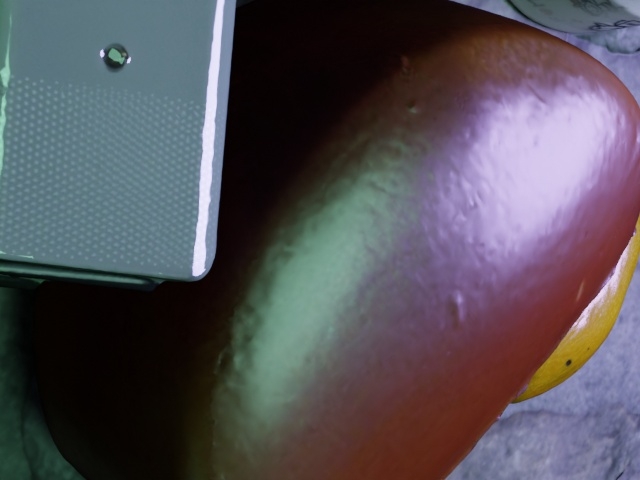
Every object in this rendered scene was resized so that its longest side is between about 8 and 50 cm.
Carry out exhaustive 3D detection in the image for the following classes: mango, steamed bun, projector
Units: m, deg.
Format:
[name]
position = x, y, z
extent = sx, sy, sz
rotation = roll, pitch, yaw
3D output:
[mango]
position = 0.173, 0.039, 1.333
extent = 0.190, 0.075, 0.098
rotation = -56, 136, -17
[steamed bun]
position = 0.000, 0.000, 1.086
extent = 0.379, 0.235, 0.248
rotation = -46, 128, -16
[projector]
position = -0.145, -0.097, 0.936
extent = 0.163, 0.177, 0.243
rotation = 6, 87, -38

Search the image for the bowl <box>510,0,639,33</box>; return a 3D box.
[bowl]
position = 0.227, -0.249, 1.252
extent = 0.237, 0.126, 0.238
rotation = -10, 109, -33
